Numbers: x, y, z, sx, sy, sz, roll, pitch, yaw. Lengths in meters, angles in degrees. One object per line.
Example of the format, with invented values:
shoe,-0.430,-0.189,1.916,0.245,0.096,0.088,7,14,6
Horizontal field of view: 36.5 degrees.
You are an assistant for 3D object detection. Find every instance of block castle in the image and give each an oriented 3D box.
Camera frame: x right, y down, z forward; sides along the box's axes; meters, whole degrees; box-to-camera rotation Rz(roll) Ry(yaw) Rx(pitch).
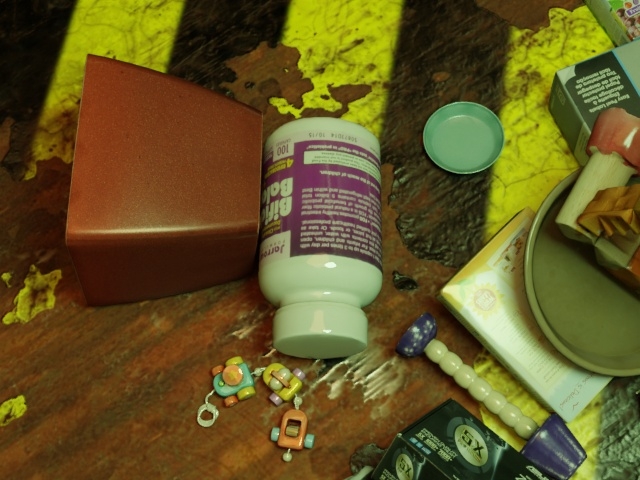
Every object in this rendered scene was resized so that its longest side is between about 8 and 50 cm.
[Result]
block castle,0.527,0.000,1.098,0.453,0.303,0.212,33,81,-12

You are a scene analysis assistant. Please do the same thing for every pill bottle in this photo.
pill bottle,0.000,0.000,1.315,0.169,0.169,0.301,-2,67,5

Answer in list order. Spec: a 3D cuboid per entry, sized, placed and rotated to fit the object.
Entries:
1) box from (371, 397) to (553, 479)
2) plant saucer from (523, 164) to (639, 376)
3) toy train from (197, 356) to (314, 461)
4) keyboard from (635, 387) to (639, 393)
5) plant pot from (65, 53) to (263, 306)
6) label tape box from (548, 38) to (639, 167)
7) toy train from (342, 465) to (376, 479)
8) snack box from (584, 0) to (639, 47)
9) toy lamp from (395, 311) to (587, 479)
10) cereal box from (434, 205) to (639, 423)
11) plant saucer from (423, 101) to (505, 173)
box,0.179,0.294,1.177,0.180,0.147,0.077,39,118,23
plant saucer,0.381,0.033,1.237,0.278,0.041,0.277,0,90,-14
toy train,-0.082,0.219,1.300,0.166,0.046,0.125,13,70,10
keyboard,0.540,0.203,1.256,0.201,0.033,0.317,41,76,12
plant pot,-0.201,-0.069,1.326,0.236,0.267,0.267,3,68,-6
label tape box,0.508,-0.119,1.345,0.249,0.115,0.347,-21,66,-3
toy train,0.114,0.425,1.159,0.190,0.142,0.334,-39,68,-23
snack box,0.494,-0.402,1.483,0.175,0.070,0.207,-25,66,-4
toy lamp,0.222,0.205,1.260,0.275,0.080,0.080,39,76,17
cereal box,0.296,0.098,1.283,0.173,0.047,0.240,-43,86,-11
plant saucer,0.212,-0.148,1.433,0.119,0.021,0.119,-2,68,4
